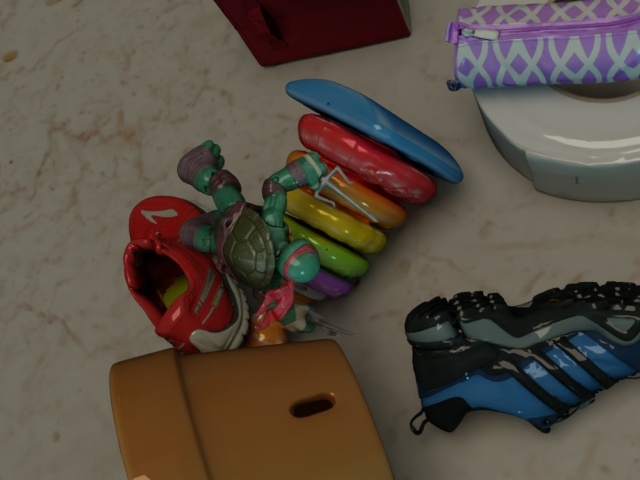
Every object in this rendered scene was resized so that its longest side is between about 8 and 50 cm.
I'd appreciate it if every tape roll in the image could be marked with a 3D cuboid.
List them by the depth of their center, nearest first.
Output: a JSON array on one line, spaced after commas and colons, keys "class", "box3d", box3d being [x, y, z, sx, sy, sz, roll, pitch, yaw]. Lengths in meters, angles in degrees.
[{"class": "tape roll", "box3d": [0.297, -0.185, 0.987, 0.286, 0.100, 0.286, -6, 69, 17]}]

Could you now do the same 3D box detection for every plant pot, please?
[{"class": "plant pot", "box3d": [-0.048, 0.218, 0.877, 0.203, 0.291, 0.291, -19, 64, -7]}]

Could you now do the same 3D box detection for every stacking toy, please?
[{"class": "stacking toy", "box3d": [0.000, 0.000, 1.007, 0.175, 0.166, 0.302, 31, 95, 44]}]

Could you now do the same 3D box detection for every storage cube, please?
[{"class": "storage cube", "box3d": [-0.013, -0.343, 1.108, 0.193, 0.183, 0.215, -8, 68, 16]}]

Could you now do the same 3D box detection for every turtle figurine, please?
[{"class": "turtle figurine", "box3d": [-0.050, -0.005, 0.906, 0.234, 0.118, 0.175, 29, 108, 41]}]

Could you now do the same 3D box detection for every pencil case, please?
[{"class": "pencil case", "box3d": [0.223, -0.192, 0.910, 0.206, 0.088, 0.086, -1, 72, 18]}]

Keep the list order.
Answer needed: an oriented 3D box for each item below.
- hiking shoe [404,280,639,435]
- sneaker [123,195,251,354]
[{"class": "hiking shoe", "box3d": [0.235, 0.114, 0.913, 0.304, 0.113, 0.132, -3, 100, 12]}, {"class": "sneaker", "box3d": [-0.163, 0.020, 1.031, 0.107, 0.118, 0.279, -50, 39, 10]}]
